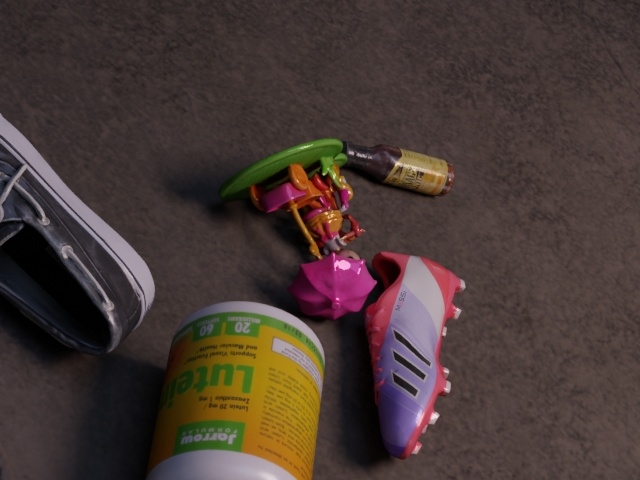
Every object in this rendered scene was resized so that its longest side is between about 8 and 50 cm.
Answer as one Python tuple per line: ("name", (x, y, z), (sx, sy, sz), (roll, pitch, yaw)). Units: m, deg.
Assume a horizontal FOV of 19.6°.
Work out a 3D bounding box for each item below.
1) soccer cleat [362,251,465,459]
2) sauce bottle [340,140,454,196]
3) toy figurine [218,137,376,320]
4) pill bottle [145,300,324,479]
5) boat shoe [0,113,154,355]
("soccer cleat", (0.075, 0.107, 1.763), (0.095, 0.083, 0.248), (21, 43, -5))
("sauce bottle", (0.078, -0.077, 1.943), (0.128, 0.042, 0.042), (11, 49, -24))
("toy figurine", (0.000, 0.000, 1.798), (0.173, 0.130, 0.159), (-3, 68, -65))
("pill bottle", (-0.074, 0.183, 1.547), (0.136, 0.136, 0.245), (23, 45, -17))
("boat shoe", (-0.282, -0.015, 1.590), (0.306, 0.113, 0.105), (46, 28, -6))
